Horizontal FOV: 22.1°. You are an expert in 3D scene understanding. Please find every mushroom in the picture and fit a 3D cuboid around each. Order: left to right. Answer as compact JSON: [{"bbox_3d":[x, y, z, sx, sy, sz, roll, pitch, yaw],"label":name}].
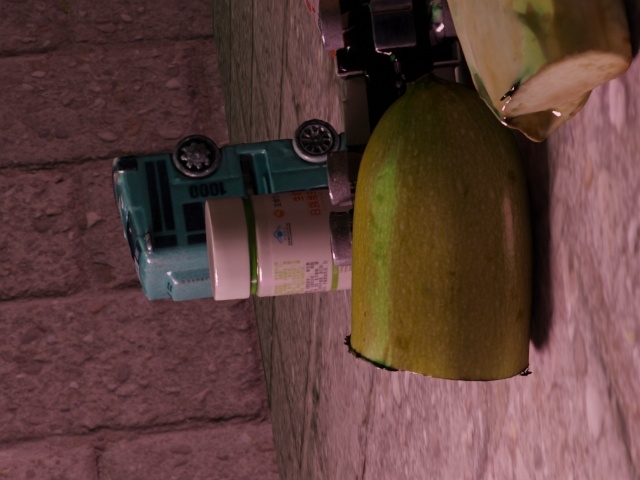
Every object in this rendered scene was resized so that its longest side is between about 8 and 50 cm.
[{"bbox_3d":[0.090,-0.207,0.870,0.100,0.081,0.312,131,135,-54],"label":"mushroom"}]

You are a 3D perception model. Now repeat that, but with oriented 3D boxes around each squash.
[{"bbox_3d":[0.076,-0.012,1.024,0.123,0.123,0.186,-123,32,-75],"label":"squash"}]

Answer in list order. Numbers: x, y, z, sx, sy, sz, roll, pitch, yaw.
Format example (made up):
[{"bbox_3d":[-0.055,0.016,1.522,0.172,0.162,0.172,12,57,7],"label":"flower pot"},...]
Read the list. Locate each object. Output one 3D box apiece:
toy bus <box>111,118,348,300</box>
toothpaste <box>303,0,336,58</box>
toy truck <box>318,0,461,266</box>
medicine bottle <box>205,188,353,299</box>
[{"bbox_3d":[-0.071,-0.025,1.628,0.128,0.256,0.147,100,160,-66],"label":"toy bus"},{"bbox_3d":[0.019,-0.224,1.609,0.089,0.057,0.234,94,161,-46],"label":"toothpaste"},{"bbox_3d":[0.061,-0.059,1.143,0.124,0.114,0.253,41,-137,-84],"label":"toy truck"},{"bbox_3d":[0.000,0.000,1.350,0.086,0.183,0.086,175,90,-82],"label":"medicine bottle"}]
